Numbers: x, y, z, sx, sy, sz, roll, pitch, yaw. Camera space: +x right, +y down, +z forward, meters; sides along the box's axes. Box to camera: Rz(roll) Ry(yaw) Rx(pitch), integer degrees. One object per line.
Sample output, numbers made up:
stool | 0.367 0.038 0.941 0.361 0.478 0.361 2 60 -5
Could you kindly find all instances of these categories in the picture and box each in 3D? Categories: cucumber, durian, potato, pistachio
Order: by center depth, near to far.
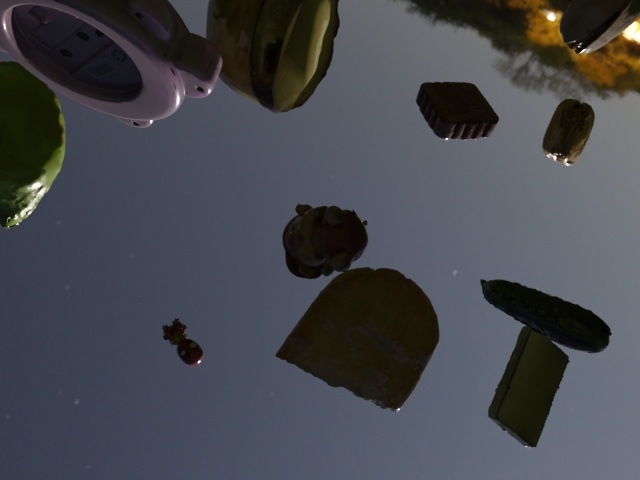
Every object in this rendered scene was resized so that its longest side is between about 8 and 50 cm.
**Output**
cucumber | 0.326 0.105 1.084 0.069 0.069 0.227 4 -165 -42
pistachio | 0.466 -0.377 1.204 0.113 0.149 0.113 26 -152 -15
potato | -0.102 -0.383 1.292 0.243 0.285 0.242 10 -165 -3
durian | -0.676 -0.214 1.571 0.256 0.339 0.204 38 178 -23

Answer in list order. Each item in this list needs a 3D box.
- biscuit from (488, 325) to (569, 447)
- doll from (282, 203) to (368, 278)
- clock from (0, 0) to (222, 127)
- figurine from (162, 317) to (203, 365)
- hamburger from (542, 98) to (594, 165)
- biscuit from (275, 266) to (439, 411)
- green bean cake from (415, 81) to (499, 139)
biscuit | 0.392 0.273 1.370 0.121 0.199 0.041 40 156 -23
doll | -0.003 -0.002 1.866 0.152 0.196 0.256 31 160 -35
clock | -0.327 -0.301 1.059 0.322 0.296 0.113 34 -121 -33
figurine | -0.360 0.272 1.908 0.140 0.068 0.075 57 164 -4
hamburger | 0.537 -0.236 1.574 0.083 0.138 0.147 29 -171 24
biscuit | 0.157 0.303 2.257 0.429 0.446 0.104 35 -174 -4
green bean cake | 0.269 -0.256 1.440 0.136 0.056 0.135 -5 -133 -21
